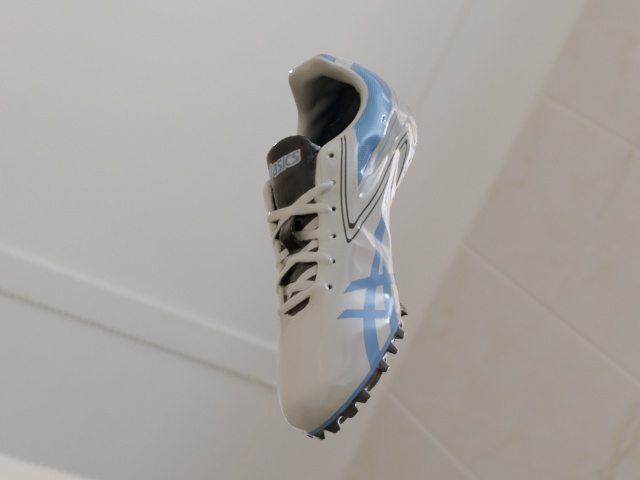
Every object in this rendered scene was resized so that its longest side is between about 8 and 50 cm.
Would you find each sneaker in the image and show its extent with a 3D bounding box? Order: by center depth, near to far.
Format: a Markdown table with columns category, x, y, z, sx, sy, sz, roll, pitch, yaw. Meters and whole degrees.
| category | x | y | z | sx | sy | sz | roll | pitch | yaw |
| --- | --- | --- | --- | --- | --- | --- | --- | --- | --- |
| sneaker | 0.000 | 0.000 | 0.953 | 0.086 | 0.237 | 0.085 | 30 | -43 | -27 |
